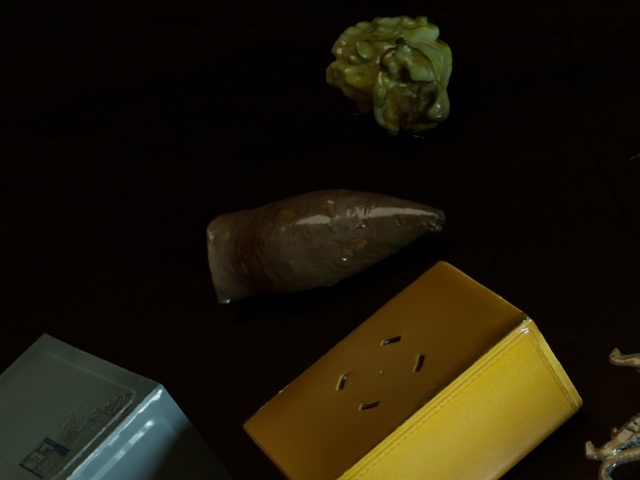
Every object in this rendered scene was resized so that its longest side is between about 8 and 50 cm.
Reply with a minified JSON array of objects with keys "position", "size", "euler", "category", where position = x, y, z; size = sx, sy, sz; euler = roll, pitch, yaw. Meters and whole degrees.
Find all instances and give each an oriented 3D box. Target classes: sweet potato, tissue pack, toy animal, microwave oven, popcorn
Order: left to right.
[{"position":[-0.273,0.263,1.914],"size":[0.237,0.181,0.295],"euler":[-45,30,-21],"category":"microwave oven"},{"position":[0.000,-0.003,2.093],"size":[0.336,0.131,0.131],"euler":[-13,35,37],"category":"sweet potato"},{"position":[0.094,-0.228,2.290],"size":[0.168,0.173,0.195],"euler":[12,29,-4],"category":"popcorn"},{"position":[0.091,0.178,1.695],"size":[0.274,0.145,0.194],"euler":[-38,30,-8],"category":"tissue pack"},{"position":[0.320,0.141,1.597],"size":[0.099,0.057,0.241],"euler":[-11,36,37],"category":"toy animal"}]

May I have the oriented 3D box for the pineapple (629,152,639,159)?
[{"position":[0.501,-0.113,1.684],"size":[0.334,0.158,0.161],"euler":[-18,32,30],"category":"pineapple"}]
